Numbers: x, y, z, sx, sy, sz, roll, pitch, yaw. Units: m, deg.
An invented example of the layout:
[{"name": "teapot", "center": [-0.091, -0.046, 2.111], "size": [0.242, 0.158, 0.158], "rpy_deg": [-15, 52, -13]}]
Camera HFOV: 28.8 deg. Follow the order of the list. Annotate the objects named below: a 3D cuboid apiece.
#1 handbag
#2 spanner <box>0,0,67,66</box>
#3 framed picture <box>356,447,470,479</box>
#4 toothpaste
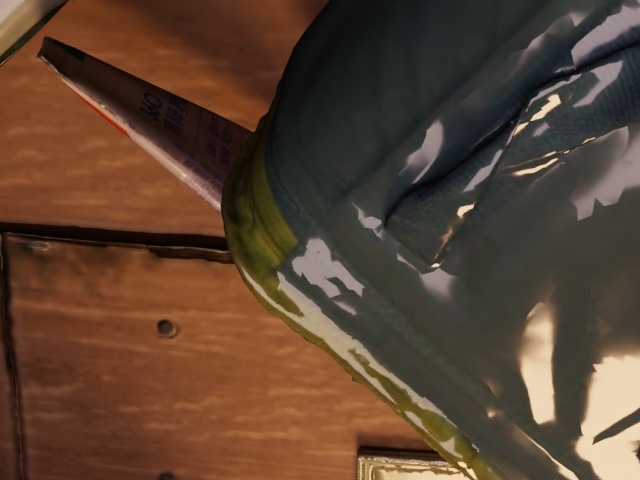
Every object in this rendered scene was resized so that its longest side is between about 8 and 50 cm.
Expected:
[{"name": "handbag", "center": [0.134, -0.039, 0.459], "size": [0.263, 0.222, 0.241], "rpy_deg": [43, 117, -11]}, {"name": "spanner", "center": [-0.113, -0.116, 0.521], "size": [0.325, 0.095, 0.040], "rpy_deg": [-36, 104, 22]}, {"name": "framed picture", "center": [0.132, 0.192, 0.677], "size": [0.231, 0.010, 0.173], "rpy_deg": [2, 114, 7]}, {"name": "toothpaste", "center": [0.000, 0.000, 0.563], "size": [0.301, 0.075, 0.048], "rpy_deg": [36, 122, -19]}]
